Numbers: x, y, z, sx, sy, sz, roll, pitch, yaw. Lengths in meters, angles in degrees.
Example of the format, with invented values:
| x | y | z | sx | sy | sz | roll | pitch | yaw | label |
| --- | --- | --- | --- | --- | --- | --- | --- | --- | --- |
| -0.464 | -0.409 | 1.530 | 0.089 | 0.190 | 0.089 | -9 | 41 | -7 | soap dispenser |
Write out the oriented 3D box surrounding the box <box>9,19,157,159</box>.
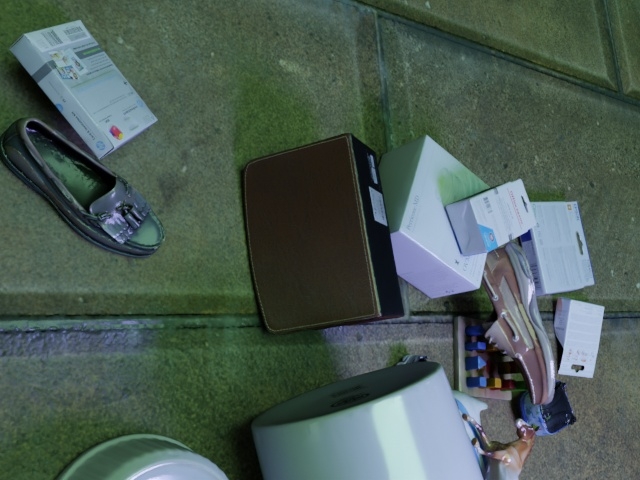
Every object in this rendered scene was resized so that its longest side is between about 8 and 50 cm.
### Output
| x | y | z | sx | sy | sz | roll | pitch | yaw | label |
| --- | --- | --- | --- | --- | --- | --- | --- | --- | --- |
| -0.335 | -0.223 | 0.975 | 0.186 | 0.038 | 0.145 | 52 | 25 | -14 | box |

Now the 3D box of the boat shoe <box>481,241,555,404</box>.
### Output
| x | y | z | sx | sy | sz | roll | pitch | yaw | label |
| --- | --- | --- | --- | --- | --- | --- | --- | --- | --- |
| 0.382 | 0.170 | 1.338 | 0.123 | 0.116 | 0.324 | 1 | 74 | -81 | boat shoe |

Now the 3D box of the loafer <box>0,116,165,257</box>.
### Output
| x | y | z | sx | sy | sz | roll | pitch | yaw | label |
| --- | --- | --- | --- | --- | --- | --- | --- | --- | --- |
| -0.326 | -0.069 | 0.948 | 0.267 | 0.084 | 0.096 | 40 | 58 | -22 | loafer |

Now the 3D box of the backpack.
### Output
| x | y | z | sx | sy | sz | roll | pitch | yaw | label |
| --- | --- | --- | --- | --- | --- | --- | --- | --- | --- |
| 0.476 | 0.363 | 1.441 | 0.114 | 0.084 | 0.105 | -13 | 85 | -44 | backpack |

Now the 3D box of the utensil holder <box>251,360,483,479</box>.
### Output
| x | y | z | sx | sy | sz | roll | pitch | yaw | label |
| --- | --- | --- | --- | --- | --- | --- | --- | --- | --- |
| 0.094 | 0.408 | 0.988 | 0.327 | 0.327 | 0.385 | -14 | 85 | -39 | utensil holder |

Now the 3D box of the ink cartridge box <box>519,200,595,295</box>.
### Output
| x | y | z | sx | sy | sz | roll | pitch | yaw | label |
| --- | --- | --- | --- | --- | --- | --- | --- | --- | --- |
| 0.569 | 0.015 | 1.630 | 0.224 | 0.045 | 0.223 | -3 | 80 | -39 | ink cartridge box |

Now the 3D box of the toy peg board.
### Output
| x | y | z | sx | sy | sz | roll | pitch | yaw | label |
| --- | --- | --- | --- | --- | --- | --- | --- | --- | --- |
| 0.360 | 0.242 | 1.390 | 0.160 | 0.079 | 0.161 | 14 | 69 | -34 | toy peg board |

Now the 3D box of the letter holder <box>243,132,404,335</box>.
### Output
| x | y | z | sx | sy | sz | roll | pitch | yaw | label |
| --- | --- | --- | --- | --- | --- | --- | --- | --- | --- |
| 0.000 | 0.000 | 1.155 | 0.152 | 0.214 | 0.302 | 14 | 65 | -68 | letter holder |

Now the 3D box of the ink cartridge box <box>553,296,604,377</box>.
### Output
| x | y | z | sx | sy | sz | roll | pitch | yaw | label |
| --- | --- | --- | --- | --- | --- | --- | --- | --- | --- |
| 0.618 | 0.235 | 1.625 | 0.145 | 0.045 | 0.179 | 13 | 89 | -35 | ink cartridge box |

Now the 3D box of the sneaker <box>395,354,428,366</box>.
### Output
| x | y | z | sx | sy | sz | roll | pitch | yaw | label |
| --- | --- | --- | --- | --- | --- | --- | --- | --- | --- |
| 0.165 | 0.243 | 1.246 | 0.098 | 0.069 | 0.038 | -44 | 105 | -36 | sneaker |

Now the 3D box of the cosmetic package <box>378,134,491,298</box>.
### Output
| x | y | z | sx | sy | sz | roll | pitch | yaw | label |
| --- | --- | --- | --- | --- | --- | --- | --- | --- | --- |
| 0.213 | -0.043 | 1.319 | 0.224 | 0.138 | 0.224 | 32 | 60 | -25 | cosmetic package |

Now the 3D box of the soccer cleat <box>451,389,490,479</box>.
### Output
| x | y | z | sx | sy | sz | roll | pitch | yaw | label |
| --- | --- | --- | --- | --- | --- | --- | --- | --- | --- |
| 0.267 | 0.445 | 1.238 | 0.143 | 0.116 | 0.331 | 14 | 69 | -31 | soccer cleat |

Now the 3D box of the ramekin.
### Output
| x | y | z | sx | sy | sz | roll | pitch | yaw | label |
| --- | --- | --- | --- | --- | --- | --- | --- | --- | --- |
| -0.221 | 0.392 | 0.876 | 0.273 | 0.127 | 0.273 | 11 | 72 | -35 | ramekin |

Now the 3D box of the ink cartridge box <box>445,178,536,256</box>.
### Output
| x | y | z | sx | sy | sz | roll | pitch | yaw | label |
| --- | --- | --- | --- | --- | --- | --- | --- | --- | --- |
| 0.328 | -0.046 | 1.279 | 0.180 | 0.060 | 0.104 | -21 | 92 | -40 | ink cartridge box |

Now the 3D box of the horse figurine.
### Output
| x | y | z | sx | sy | sz | roll | pitch | yaw | label |
| --- | --- | --- | --- | --- | --- | --- | --- | --- | --- |
| 0.310 | 0.425 | 1.175 | 0.174 | 0.066 | 0.263 | 33 | 51 | -30 | horse figurine |

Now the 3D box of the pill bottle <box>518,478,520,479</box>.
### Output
| x | y | z | sx | sy | sz | roll | pitch | yaw | label |
| --- | --- | --- | --- | --- | --- | --- | --- | --- | --- |
| 0.395 | 0.565 | 1.291 | 0.245 | 0.136 | 0.136 | 44 | 56 | -19 | pill bottle |
